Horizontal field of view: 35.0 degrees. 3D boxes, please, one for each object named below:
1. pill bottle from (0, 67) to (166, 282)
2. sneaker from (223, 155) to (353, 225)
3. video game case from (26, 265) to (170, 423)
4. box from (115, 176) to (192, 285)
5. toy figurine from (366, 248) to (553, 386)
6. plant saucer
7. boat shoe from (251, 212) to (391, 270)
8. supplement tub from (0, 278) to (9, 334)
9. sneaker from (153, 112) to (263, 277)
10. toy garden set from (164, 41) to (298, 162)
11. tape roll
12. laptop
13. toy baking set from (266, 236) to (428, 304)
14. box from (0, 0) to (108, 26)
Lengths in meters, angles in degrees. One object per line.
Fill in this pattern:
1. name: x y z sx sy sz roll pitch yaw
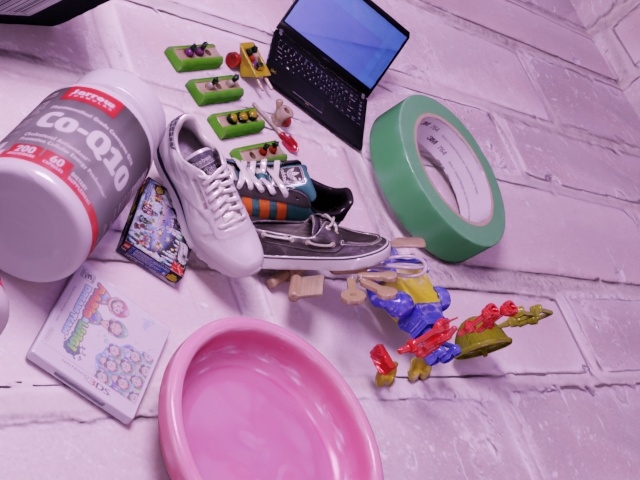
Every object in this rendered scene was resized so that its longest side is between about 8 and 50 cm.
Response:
1. pill bottle: -0.300 -0.092 1.234 0.161 0.161 0.283 41 35 -14
2. sneaker: -0.083 -0.082 1.511 0.302 0.121 0.108 16 48 -38
3. video game case: -0.259 0.121 1.207 0.143 0.019 0.157 38 35 -18
4. box: -0.217 -0.014 1.376 0.094 0.027 0.137 35 36 -23
5. toy figurine: 0.182 0.080 1.617 0.362 0.191 0.217 -1 54 -51
6. plant saucer: -0.068 0.255 1.243 0.332 0.084 0.332 31 38 -28
7. boat shoe: 0.000 0.000 1.482 0.219 0.070 0.078 -2 24 -14
8. supplement tub: -0.429 -0.010 0.980 0.191 0.191 0.272 0 58 -49
9. sneaker: -0.147 -0.057 1.364 0.090 0.095 0.235 -29 83 -34
10. toy garden set: -0.118 -0.236 1.682 0.204 0.049 0.244 -20 74 -55
11. tape roll: 0.224 -0.118 1.905 0.321 0.077 0.321 32 42 -34
12. laptop: 0.038 -0.344 1.886 0.234 0.136 0.264 34 37 -22
13. toy baking set: 0.048 0.045 1.513 0.197 0.030 0.256 13 28 25
14. box: -0.436 -0.500 1.309 0.293 0.212 0.395 -14 91 -53
